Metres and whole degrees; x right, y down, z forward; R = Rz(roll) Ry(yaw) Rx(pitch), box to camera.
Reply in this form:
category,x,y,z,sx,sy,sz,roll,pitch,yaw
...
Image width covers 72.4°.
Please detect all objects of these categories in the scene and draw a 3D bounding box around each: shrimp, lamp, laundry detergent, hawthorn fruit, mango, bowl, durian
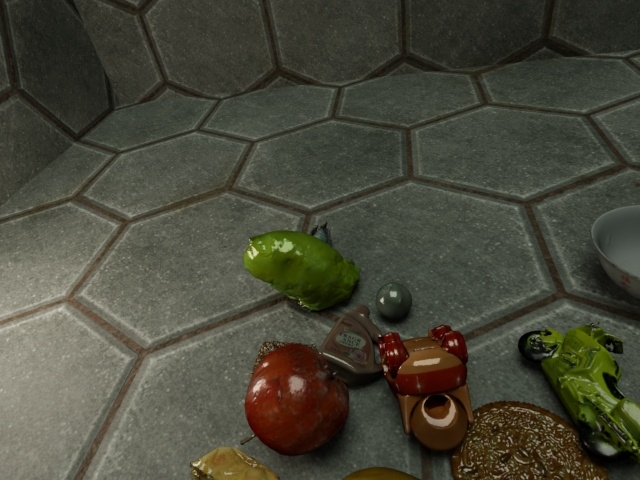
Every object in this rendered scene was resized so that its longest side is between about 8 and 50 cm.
category,x,y,z,sx,sy,sz,roll,pitch,yaw
shrimp,0.000,0.000,1.530,0.090,0.079,0.233,30,40,-7
lamp,0.208,0.170,1.243,0.105,0.105,0.105,-7,39,5
laundry detergent,0.107,0.274,1.162,0.171,0.076,0.237,24,38,17
hawthorn fruit,-0.073,0.376,0.977,0.272,0.242,0.242,-41,43,-2
mango,0.136,0.512,0.846,0.228,0.099,0.136,3,35,4
bowl,0.897,0.063,1.165,0.346,0.157,0.345,-6,39,5
durian,-0.065,0.087,1.303,0.256,0.340,0.204,-16,53,33

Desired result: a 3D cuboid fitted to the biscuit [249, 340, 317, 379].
category,x,y,z,sx,sy,sz,roll,pitch,yaw
biscuit,-0.063,0.330,1.171,0.237,0.026,0.131,1,42,16

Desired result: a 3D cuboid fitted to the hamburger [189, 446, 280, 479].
category,x,y,z,sx,sy,sz,roll,pitch,yaw
hamburger,-0.155,0.519,0.899,0.262,0.124,0.131,23,31,30

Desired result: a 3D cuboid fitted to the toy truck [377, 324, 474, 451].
category,x,y,z,sx,sy,sz,roll,pitch,yaw
toy truck,0.243,0.328,1.000,0.189,0.239,0.265,-10,-3,3

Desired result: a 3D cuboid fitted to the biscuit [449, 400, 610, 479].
category,x,y,z,sx,sy,sz,roll,pitch,yaw
biscuit,0.417,0.461,0.884,0.305,0.038,0.305,-7,39,5

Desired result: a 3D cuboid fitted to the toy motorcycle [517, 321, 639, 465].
category,x,y,z,sx,sy,sz,roll,pitch,yaw
toy motorcycle,0.601,0.310,0.955,0.206,0.142,0.342,-28,34,11
